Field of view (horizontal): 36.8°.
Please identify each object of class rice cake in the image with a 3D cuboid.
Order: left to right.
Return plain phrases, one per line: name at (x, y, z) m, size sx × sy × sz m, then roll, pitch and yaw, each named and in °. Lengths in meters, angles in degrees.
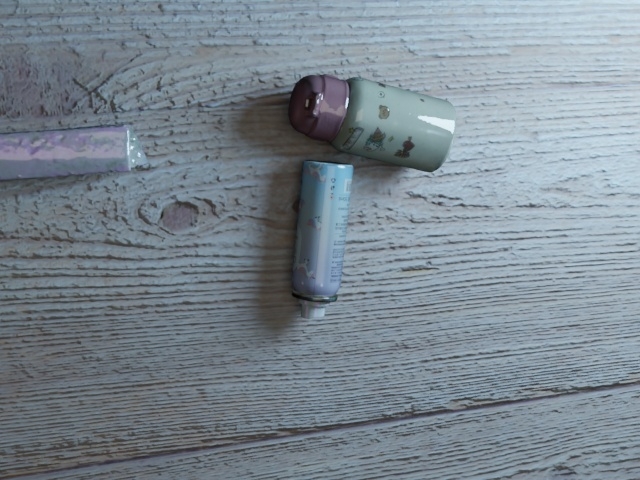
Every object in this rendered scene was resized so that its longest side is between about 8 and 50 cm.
rice cake at (-0.414, -0.113, 1.281) m, size 0.364 × 0.056 × 0.073 m, roll -4°, pitch 101°, yaw -14°

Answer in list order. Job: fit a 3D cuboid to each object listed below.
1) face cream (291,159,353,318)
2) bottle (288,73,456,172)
face cream at (0.000, 0.000, 1.399) m, size 0.075 × 0.075 × 0.229 m, roll 4°, pitch 96°, yaw -16°
bottle at (0.069, -0.173, 1.378) m, size 0.233 × 0.110 × 0.110 m, roll 11°, pitch 95°, yaw -16°
